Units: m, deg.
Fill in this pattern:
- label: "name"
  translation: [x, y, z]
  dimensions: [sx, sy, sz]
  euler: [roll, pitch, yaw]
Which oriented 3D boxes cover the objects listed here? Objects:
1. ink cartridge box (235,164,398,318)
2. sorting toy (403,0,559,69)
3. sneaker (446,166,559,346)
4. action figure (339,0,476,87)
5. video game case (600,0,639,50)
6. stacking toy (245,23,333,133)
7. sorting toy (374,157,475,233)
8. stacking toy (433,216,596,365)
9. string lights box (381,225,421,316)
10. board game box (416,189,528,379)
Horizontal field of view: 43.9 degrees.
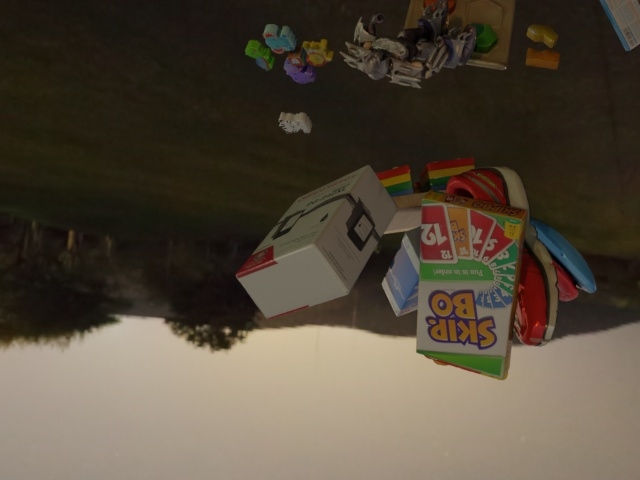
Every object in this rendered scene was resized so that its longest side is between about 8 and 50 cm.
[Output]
- label: "ink cartridge box"
  translation: [0.000, 0.000, 0.803]
  dimensions: [0.109, 0.063, 0.150]
  euler: [-22, -158, 37]
- label: "sorting toy"
  translation: [0.324, -0.428, 1.582]
  dimensions: [0.307, 0.229, 0.041]
  euler: [10, 145, 7]
- label: "sneaker"
  translation: [0.241, 0.024, 1.108]
  dimensions: [0.118, 0.279, 0.107]
  euler: [-6, 151, -14]
- label: "action figure"
  translation: [0.156, -0.339, 1.380]
  dimensions: [0.185, 0.099, 0.285]
  euler: [37, -138, 22]
- label: "video game case"
  translation: [0.588, -0.434, 1.413]
  dimensions: [0.166, 0.119, 0.015]
  euler: [-35, -165, 0]
- label: "stacking toy"
  translation: [-0.051, -0.296, 1.258]
  dimensions: [0.052, 0.167, 0.221]
  euler: [3, 153, 24]
- label: "sorting toy"
  translation: [0.178, -0.085, 1.567]
  dimensions: [0.255, 0.090, 0.257]
  euler: [-8, 171, -3]
- label: "stacking toy"
  translation: [0.307, 0.108, 1.373]
  dimensions: [0.175, 0.302, 0.166]
  euler: [45, -175, 1]
- label: "string lights box"
  translation: [0.199, 0.043, 1.407]
  dimensions: [0.133, 0.077, 0.260]
  euler: [-21, 161, -12]
- label: "board game box"
  translation: [0.185, 0.068, 1.005]
  dimensions: [0.124, 0.260, 0.039]
  euler: [14, -143, 25]
